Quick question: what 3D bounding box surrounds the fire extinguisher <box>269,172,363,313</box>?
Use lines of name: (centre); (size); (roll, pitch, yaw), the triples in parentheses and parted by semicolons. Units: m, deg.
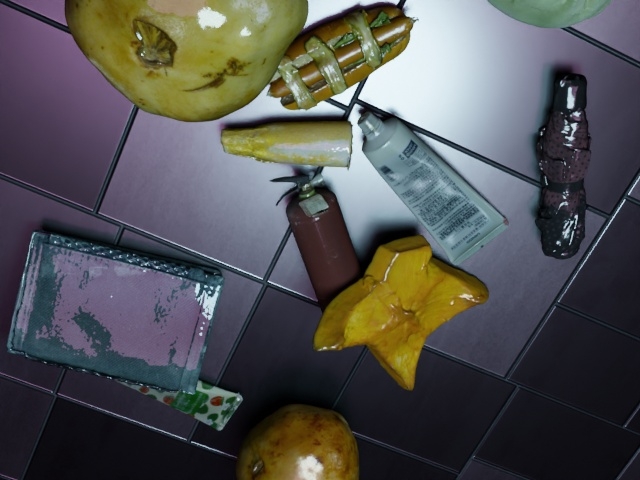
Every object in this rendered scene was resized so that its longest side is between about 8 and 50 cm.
fire extinguisher: (0.000, 0.000, 1.461); (0.104, 0.105, 0.269); (-17, 114, 6)

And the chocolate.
chocolate: (-0.055, -0.164, 1.405); (0.219, 0.086, 0.086); (4, 114, 1)

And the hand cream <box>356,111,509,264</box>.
hand cream: (0.181, -0.096, 1.452); (0.124, 0.078, 0.340); (-40, 117, 14)

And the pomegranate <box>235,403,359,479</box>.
pomegranate: (-0.042, 0.421, 1.586); (0.248, 0.248, 0.248); (-1, 114, -1)

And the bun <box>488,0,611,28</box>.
bun: (0.353, -0.448, 1.225); (0.293, 0.187, 0.293); (-2, 116, -3)

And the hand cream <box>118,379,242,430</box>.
hand cream: (-0.286, 0.275, 1.603); (0.276, 0.059, 0.095); (27, 110, -17)

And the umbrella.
umbrella: (0.407, -0.120, 1.425); (0.094, 0.090, 0.326); (-4, 114, 4)

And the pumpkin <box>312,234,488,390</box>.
pumpkin: (0.136, 0.121, 1.471); (0.290, 0.095, 0.258); (35, 91, -42)

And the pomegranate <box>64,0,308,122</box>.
pomegranate: (-0.183, -0.337, 1.198); (0.332, 0.332, 0.333); (-1, 114, -1)

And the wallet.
wallet: (-0.362, 0.129, 1.510); (0.342, 0.075, 0.237); (14, 97, -8)

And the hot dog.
hot dog: (0.031, -0.293, 1.348); (0.269, 0.072, 0.109); (-26, 115, 11)
